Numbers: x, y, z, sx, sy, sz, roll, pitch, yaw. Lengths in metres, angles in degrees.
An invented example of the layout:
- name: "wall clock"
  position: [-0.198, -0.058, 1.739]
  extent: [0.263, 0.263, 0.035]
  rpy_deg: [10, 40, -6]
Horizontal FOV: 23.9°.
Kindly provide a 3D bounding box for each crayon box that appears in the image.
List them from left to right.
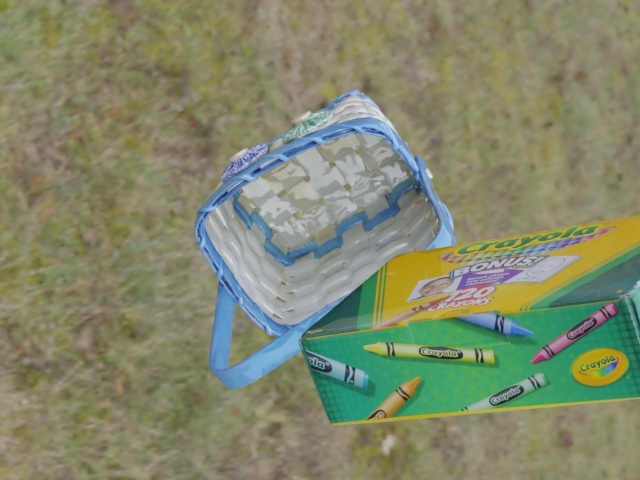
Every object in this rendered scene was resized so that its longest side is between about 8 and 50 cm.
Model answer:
- name: "crayon box"
  position: [0.145, 0.059, 1.138]
  extent: [0.165, 0.278, 0.081]
  rpy_deg: [-37, 112, -52]

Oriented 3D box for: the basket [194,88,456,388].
- name: "basket"
  position: [0.000, 0.000, 1.451]
  extent: [0.201, 0.255, 0.289]
  rpy_deg: [52, 14, -31]
